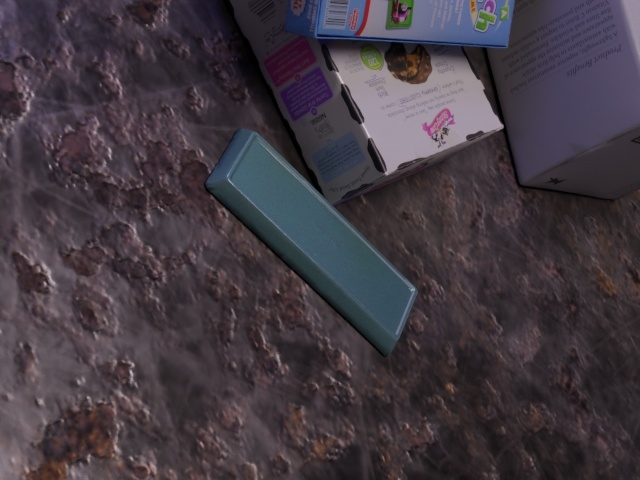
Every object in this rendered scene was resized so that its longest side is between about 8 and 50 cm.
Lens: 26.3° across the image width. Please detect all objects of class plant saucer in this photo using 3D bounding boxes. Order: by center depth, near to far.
[{"bbox_3d":[0.000,0.000,1.001,0.192,0.018,0.067,44,46,-19],"label":"plant saucer"}]

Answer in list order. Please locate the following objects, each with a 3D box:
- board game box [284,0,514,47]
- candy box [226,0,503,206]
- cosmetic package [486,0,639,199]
[{"bbox_3d":[0.072,-0.225,1.004,0.211,0.039,0.160,-4,107,-43],"label":"board game box"},{"bbox_3d":[0.034,-0.143,1.066,0.165,0.070,0.196,-23,86,-47],"label":"candy box"},{"bbox_3d":[0.259,-0.151,1.225,0.151,0.151,0.184,5,68,-43],"label":"cosmetic package"}]
